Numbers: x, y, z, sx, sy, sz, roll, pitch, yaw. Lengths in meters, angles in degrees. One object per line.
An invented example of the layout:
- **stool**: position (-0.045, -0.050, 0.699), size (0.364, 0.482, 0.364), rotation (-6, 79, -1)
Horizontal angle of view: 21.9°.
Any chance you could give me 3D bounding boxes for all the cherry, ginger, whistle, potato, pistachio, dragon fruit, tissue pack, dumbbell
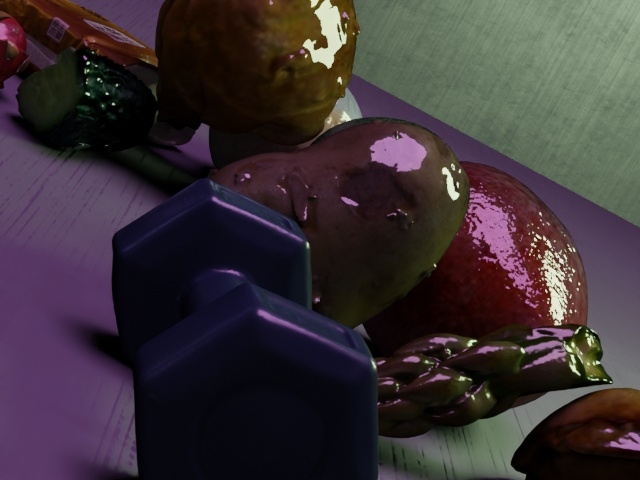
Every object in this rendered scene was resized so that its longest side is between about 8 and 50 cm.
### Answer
- **cherry**: position (0.130, 0.053, 1.481), size (0.239, 0.206, 0.239), rotation (43, 36, -43)
- **ginger**: position (-0.069, -0.231, 1.754), size (0.223, 0.200, 0.269), rotation (0, 32, 3)
- **whistle**: position (-0.017, -0.117, 1.971), size (0.189, 0.189, 0.348), rotation (33, 1, 18)
- **potato**: position (0.000, 0.000, 1.328), size (0.262, 0.165, 0.165), rotation (-19, 29, -15)
- **pistachio**: position (0.236, 0.182, 1.333), size (0.165, 0.130, 0.210), rotation (-13, -17, 12)
- **dragon fruit**: position (-0.346, -0.204, 1.725), size (0.086, 0.081, 0.116), rotation (48, 20, -13)
- **tissue pack**: position (-0.260, -0.202, 1.918), size (0.226, 0.092, 0.183), rotation (34, 13, 30)
- **dumbbell**: position (-0.058, 0.069, 1.077), size (0.143, 0.156, 0.316), rotation (-4, 18, -9)

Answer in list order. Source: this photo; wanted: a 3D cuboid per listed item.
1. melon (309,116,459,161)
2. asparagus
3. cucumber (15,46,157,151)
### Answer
- **melon**: position (0.067, -0.044, 1.771), size (0.182, 0.182, 0.288), rotation (32, 14, 18)
- **asparagus**: position (0.116, 0.106, 1.286), size (0.287, 0.080, 0.080), rotation (-11, 29, -23)
- **cucumber**: position (-0.238, -0.131, 1.683), size (0.193, 0.115, 0.086), rotation (10, 65, -71)
